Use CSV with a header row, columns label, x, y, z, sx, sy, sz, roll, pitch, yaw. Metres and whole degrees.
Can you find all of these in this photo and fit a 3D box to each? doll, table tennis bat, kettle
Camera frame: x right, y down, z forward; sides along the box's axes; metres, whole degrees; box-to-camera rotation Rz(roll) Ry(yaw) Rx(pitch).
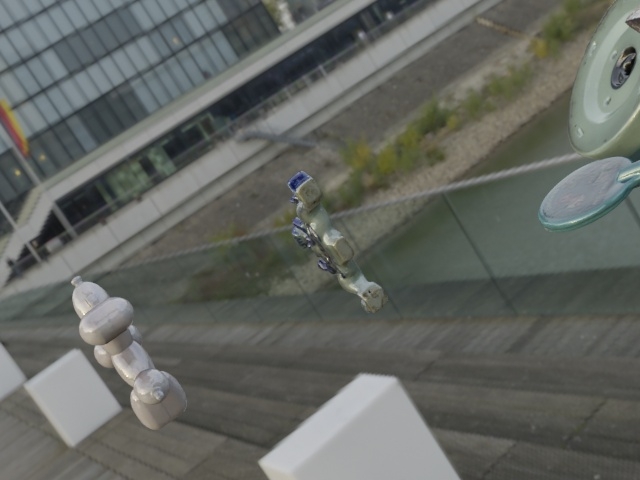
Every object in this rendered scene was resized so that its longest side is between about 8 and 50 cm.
label,x,y,z,sx,sy,sz,roll,pitch,yaw
doll,-0.207,0.113,0.935,0.059,0.161,0.160,-34,-21,-17
table tennis bat,0.339,-0.066,1.027,0.201,0.033,0.124,-25,24,44
kettle,0.547,-0.187,1.142,0.319,0.342,0.247,130,156,-69

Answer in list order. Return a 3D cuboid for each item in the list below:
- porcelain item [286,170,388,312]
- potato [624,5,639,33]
label,x,y,z,sx,sy,sz,roll,pitch,yaw
porcelain item,0.000,0.000,0.724,0.021,0.136,0.075,-42,27,-18
potato,0.277,-0.179,0.693,0.036,0.037,0.093,-56,6,4
